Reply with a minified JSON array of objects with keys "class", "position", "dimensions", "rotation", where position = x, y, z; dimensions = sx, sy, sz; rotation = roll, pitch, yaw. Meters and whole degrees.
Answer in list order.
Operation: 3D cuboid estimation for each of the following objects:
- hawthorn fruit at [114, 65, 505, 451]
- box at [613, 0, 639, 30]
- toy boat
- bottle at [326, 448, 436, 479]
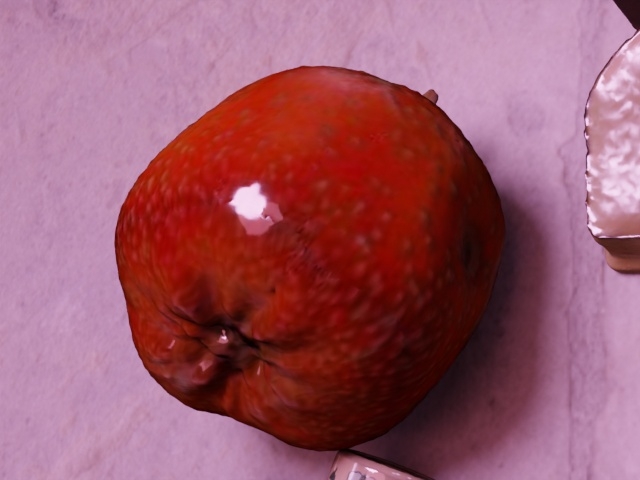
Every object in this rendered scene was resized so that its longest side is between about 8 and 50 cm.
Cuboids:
[{"class":"hawthorn fruit","position":[0.000,0.000,0.980],"dimensions":[0.275,0.275,0.299],"rotation":[22,66,39]},{"class":"box","position":[0.274,-0.309,0.958],"dimensions":[0.188,0.153,0.252],"rotation":[-17,64,28]},{"class":"toy boat","position":[0.249,-0.077,0.951],"dimensions":[0.116,0.061,0.188],"rotation":[-6,70,34]},{"class":"bottle","position":[0.031,0.237,0.975],"dimensions":[0.099,0.099,0.152],"rotation":[16,82,38]}]
